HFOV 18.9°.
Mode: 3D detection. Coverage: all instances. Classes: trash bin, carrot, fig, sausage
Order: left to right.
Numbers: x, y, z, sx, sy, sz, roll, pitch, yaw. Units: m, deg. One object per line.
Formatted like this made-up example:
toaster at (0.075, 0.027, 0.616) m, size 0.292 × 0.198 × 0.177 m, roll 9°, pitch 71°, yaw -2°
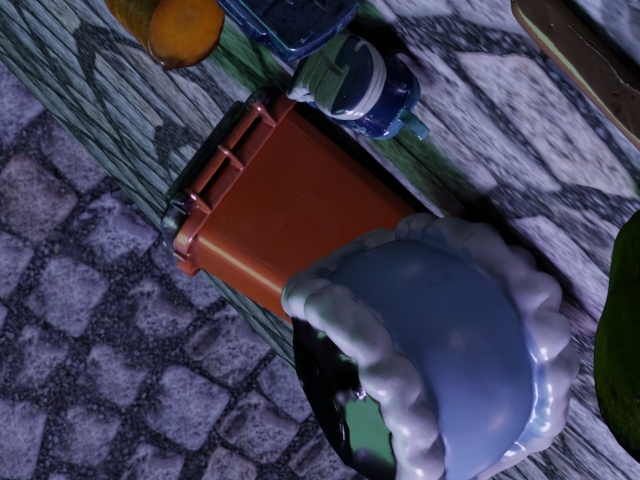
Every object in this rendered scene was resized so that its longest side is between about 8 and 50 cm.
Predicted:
carrot at (-0.141, -0.202, 1.521) m, size 0.072 × 0.072 × 0.205 m, roll 51°, pitch 177°, yaw -38°
trash bin at (0.000, 0.000, 1.535) m, size 0.238 × 0.161 × 0.184 m, roll 35°, pitch 171°, yaw 7°
sausage at (0.134, -0.081, 0.927) m, size 0.116 × 0.026 × 0.026 m, roll 45°, pitch 171°, yaw -4°
fig at (0.206, 0.053, 1.038) m, size 0.123 × 0.123 × 0.156 m, roll 60°, pitch -160°, yaw -61°

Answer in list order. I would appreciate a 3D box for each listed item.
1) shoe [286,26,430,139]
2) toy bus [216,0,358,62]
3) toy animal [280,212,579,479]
shoe at (0.023, -0.103, 1.240) m, size 0.071 × 0.064 × 0.143 m, roll 28°, pitch -176°, yaw -23°
toy bus at (-0.052, -0.181, 1.172) m, size 0.166 × 0.065 × 0.047 m, roll 45°, pitch 170°, yaw 1°
toy animal at (0.085, 0.078, 1.370) m, size 0.208 × 0.204 × 0.156 m, roll 62°, pitch 157°, yaw 5°
